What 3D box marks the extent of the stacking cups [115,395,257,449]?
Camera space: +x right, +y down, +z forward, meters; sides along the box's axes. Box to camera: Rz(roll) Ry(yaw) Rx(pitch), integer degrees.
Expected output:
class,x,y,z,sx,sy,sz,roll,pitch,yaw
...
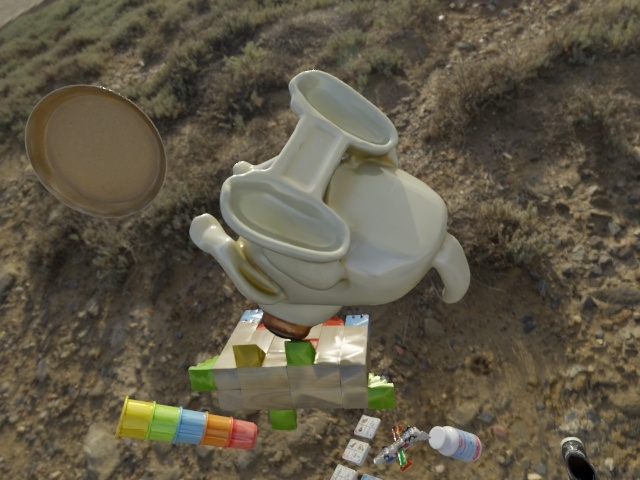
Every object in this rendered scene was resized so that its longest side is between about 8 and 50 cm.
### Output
class,x,y,z,sx,sy,sz,roll,pitch,yaw
stacking cups,-0.306,0.437,1.190,0.096,0.316,0.096,-166,90,-75

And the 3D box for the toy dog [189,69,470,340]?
class,x,y,z,sx,sy,sz,roll,pitch,yaw
toy dog,0.000,0.000,0.818,0.408,0.396,0.284,132,158,-59

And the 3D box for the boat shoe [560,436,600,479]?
class,x,y,z,sx,sy,sz,roll,pitch,yaw
boat shoe,0.761,0.691,1.463,0.084,0.233,0.079,-23,5,14

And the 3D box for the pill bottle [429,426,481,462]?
class,x,y,z,sx,sy,sz,roll,pitch,yaw
pill bottle,0.415,0.627,1.570,0.087,0.160,0.087,-40,36,38

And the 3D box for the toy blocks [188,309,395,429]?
class,x,y,z,sx,sy,sz,roll,pitch,yaw
toy blocks,-0.040,0.230,1.059,0.382,0.190,0.261,-4,19,9

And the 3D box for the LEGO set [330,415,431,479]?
class,x,y,z,sx,sy,sz,roll,pitch,yaw
LEGO set,0.138,0.499,1.140,0.244,0.060,0.182,-20,33,58

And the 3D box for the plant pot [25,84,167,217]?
class,x,y,z,sx,sy,sz,roll,pitch,yaw
plant pot,-0.380,-0.150,0.874,0.236,0.236,0.032,-25,25,12
